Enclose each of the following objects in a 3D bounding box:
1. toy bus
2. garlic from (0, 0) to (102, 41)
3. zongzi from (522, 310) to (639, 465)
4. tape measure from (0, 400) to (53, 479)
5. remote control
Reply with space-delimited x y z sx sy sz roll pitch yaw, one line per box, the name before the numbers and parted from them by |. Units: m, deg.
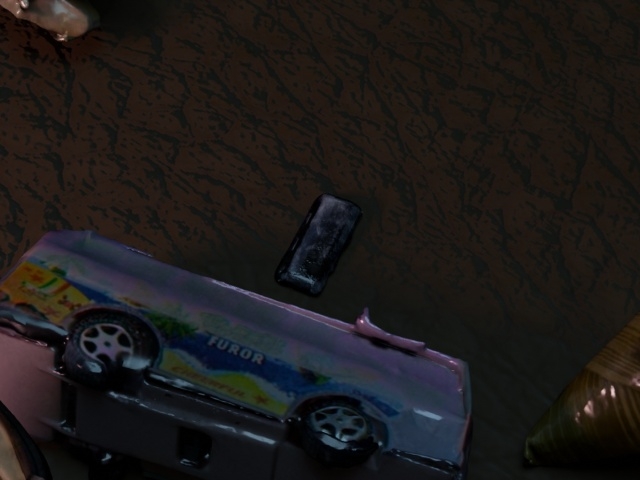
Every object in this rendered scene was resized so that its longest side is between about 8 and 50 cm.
toy bus | -0.056 0.096 0.866 0.317 0.112 0.138 18 39 6
garlic | -0.247 -0.315 1.106 0.210 0.292 0.237 5 9 -12
zongzi | 0.303 0.079 0.936 0.286 0.288 0.134 12 44 -52
tape measure | -0.201 0.143 0.689 0.133 0.271 0.231 -27 60 -28
remote control | 0.000 0.000 1.011 0.039 0.014 0.096 21 51 9
